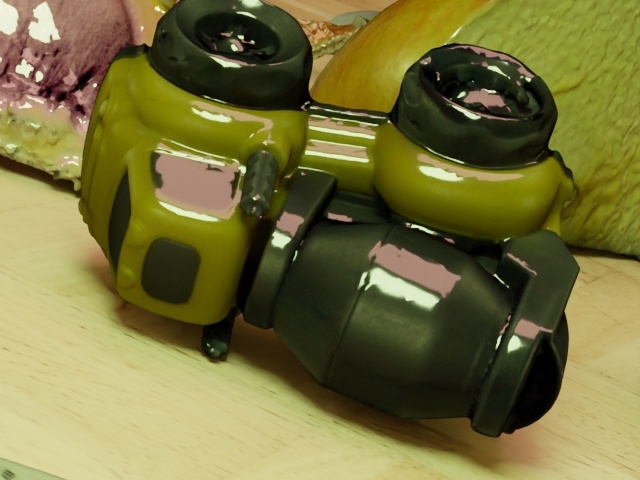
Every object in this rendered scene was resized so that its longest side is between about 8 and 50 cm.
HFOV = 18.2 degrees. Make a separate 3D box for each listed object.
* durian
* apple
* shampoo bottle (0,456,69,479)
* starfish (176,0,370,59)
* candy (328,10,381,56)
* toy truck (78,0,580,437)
[{"bbox_3d":[-0.215,-0.145,1.069,0.341,0.191,0.112,17,-12,-5],"label":"durian"},{"bbox_3d":[0.137,-0.079,1.293,0.346,0.179,0.254,7,-19,-43],"label":"apple"},{"bbox_3d":[-0.156,0.080,0.483,0.284,0.071,0.153,18,17,3],"label":"shampoo bottle"},{"bbox_3d":[-0.105,-0.152,1.387,0.301,0.084,0.293,26,16,40],"label":"starfish"},{"bbox_3d":[0.075,-0.134,1.572,0.138,0.071,0.174,16,13,-10],"label":"candy"},{"bbox_3d":[0.000,0.000,0.875,0.224,0.147,0.165,15,37,-5],"label":"toy truck"}]
